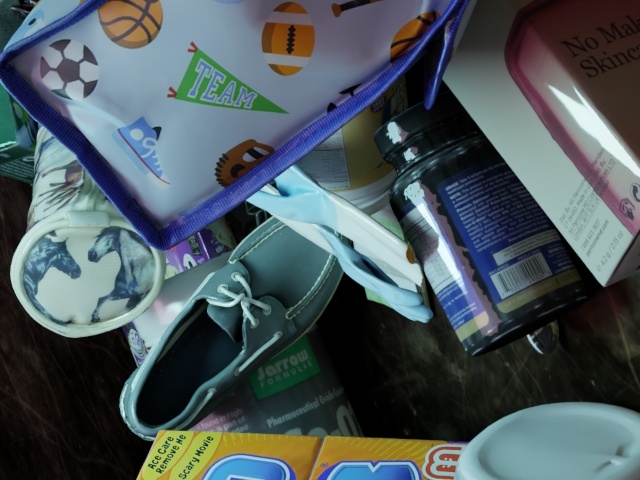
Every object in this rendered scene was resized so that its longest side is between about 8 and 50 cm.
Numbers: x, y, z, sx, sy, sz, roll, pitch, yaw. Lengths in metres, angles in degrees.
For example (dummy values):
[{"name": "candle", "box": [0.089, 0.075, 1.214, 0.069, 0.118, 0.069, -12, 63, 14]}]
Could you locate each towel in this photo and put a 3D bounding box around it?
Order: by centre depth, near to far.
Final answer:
[{"name": "towel", "box": [0.067, 0.000, 1.971, 0.113, 0.023, 0.152, 22, 131, 57]}]

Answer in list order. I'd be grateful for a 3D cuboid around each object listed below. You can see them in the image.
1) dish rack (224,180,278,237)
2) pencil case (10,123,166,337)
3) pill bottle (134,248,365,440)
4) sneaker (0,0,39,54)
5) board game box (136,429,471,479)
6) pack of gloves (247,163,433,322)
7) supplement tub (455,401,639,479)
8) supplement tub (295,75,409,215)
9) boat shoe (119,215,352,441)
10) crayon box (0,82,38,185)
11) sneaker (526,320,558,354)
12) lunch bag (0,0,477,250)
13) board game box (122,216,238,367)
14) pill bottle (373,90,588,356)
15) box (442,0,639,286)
[{"name": "dish rack", "box": [-0.095, -0.126, 2.073, 0.208, 0.074, 0.271, 40, 149, 39]}, {"name": "pencil case", "box": [-0.247, -0.064, 2.139, 0.410, 0.160, 0.183, -95, 1, -58]}, {"name": "pill bottle", "box": [-0.070, 0.197, 2.155, 0.204, 0.204, 0.361, -25, 89, 62]}, {"name": "sneaker", "box": [-0.321, -0.325, 2.228, 0.162, 0.106, 0.281, -39, 41, 50]}, {"name": "board game box", "box": [-0.010, 0.436, 1.875, 0.356, 0.356, 0.356, 1, 126, 16]}, {"name": "pack of gloves", "box": [0.000, 0.000, 1.793, 0.232, 0.046, 0.195, 36, 166, 26]}, {"name": "supplement tub", "box": [0.233, 0.320, 1.722, 0.193, 0.194, 0.316, 23, 128, 53]}, {"name": "supplement tub", "box": [0.011, -0.127, 1.818, 0.144, 0.144, 0.199, 46, 159, 35]}, {"name": "boat shoe", "box": [-0.084, 0.086, 2.004, 0.116, 0.319, 0.099, 44, -179, -1]}, {"name": "crayon box", "box": [-0.391, -0.242, 2.371, 0.203, 0.083, 0.323, 20, -126, -71]}, {"name": "sneaker", "box": [0.194, 0.068, 1.788, 0.035, 0.031, 0.083, 122, 126, -73]}, {"name": "lunch bag", "box": [-0.012, -0.216, 1.490, 0.239, 0.385, 0.328, 48, -159, -18]}, {"name": "board game box", "box": [-0.174, 0.079, 2.425, 0.347, 0.056, 0.208, -17, 91, 62]}, {"name": "pill bottle", "box": [0.137, -0.018, 1.720, 0.219, 0.123, 0.123, 64, 152, 9]}, {"name": "box", "box": [0.224, -0.107, 1.473, 0.232, 0.149, 0.127, 55, 149, 22]}]
